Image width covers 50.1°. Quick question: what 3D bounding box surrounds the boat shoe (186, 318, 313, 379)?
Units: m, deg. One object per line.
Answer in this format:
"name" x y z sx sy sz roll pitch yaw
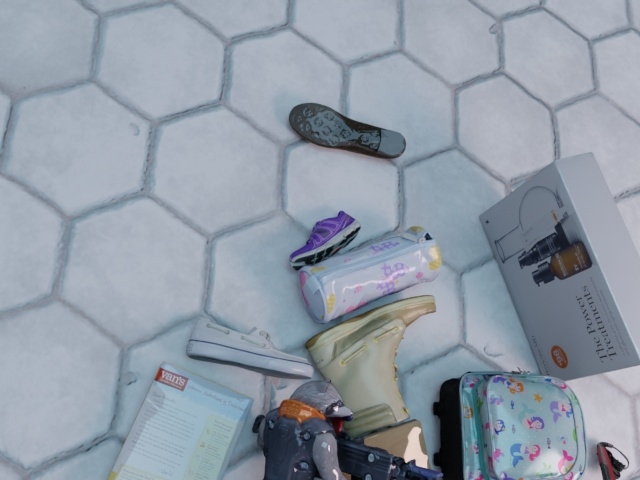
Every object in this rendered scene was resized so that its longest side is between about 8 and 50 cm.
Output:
"boat shoe" -0.117 0.187 1.199 0.226 0.083 0.076 14 69 -10

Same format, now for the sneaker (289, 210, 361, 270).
"sneaker" 0.000 0.000 1.319 0.170 0.068 0.071 -34 68 -32

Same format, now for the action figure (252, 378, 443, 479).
"action figure" -0.003 0.374 1.039 0.341 0.178 0.331 -1 71 28

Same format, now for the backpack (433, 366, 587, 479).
"backpack" 0.356 0.345 1.231 0.253 0.191 0.225 8 69 -18

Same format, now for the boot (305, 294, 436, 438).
"boot" 0.127 0.224 1.248 0.261 0.095 0.204 -20 78 -19

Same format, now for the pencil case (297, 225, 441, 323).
"pencil case" 0.093 0.061 1.281 0.273 0.124 0.114 -20 78 -20

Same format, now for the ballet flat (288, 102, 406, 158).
"ballet flat" 0.055 -0.221 1.411 0.249 0.058 0.084 14 90 -5

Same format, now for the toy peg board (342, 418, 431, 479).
"toy peg board" 0.105 0.409 1.201 0.161 0.079 0.161 -13 91 -19

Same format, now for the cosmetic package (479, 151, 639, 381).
"cosmetic package" 0.469 0.066 1.298 0.097 0.284 0.378 -14 75 -18

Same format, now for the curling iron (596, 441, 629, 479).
"curling iron" 0.541 0.463 1.231 0.068 0.035 0.274 30 27 -1

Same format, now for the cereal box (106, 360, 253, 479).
"cereal box" -0.234 0.343 1.132 0.172 0.047 0.240 25 66 -7
